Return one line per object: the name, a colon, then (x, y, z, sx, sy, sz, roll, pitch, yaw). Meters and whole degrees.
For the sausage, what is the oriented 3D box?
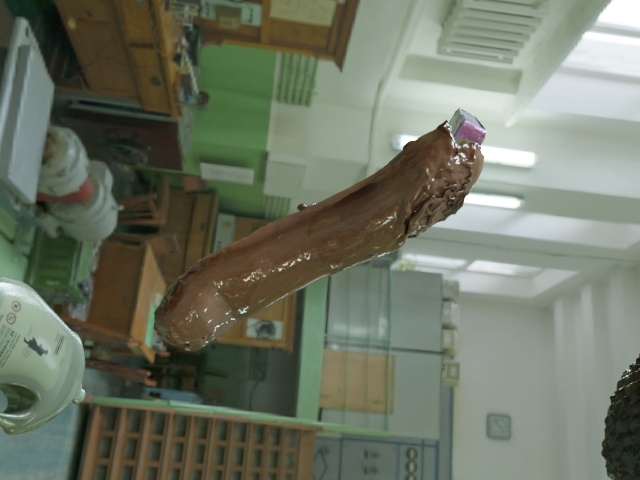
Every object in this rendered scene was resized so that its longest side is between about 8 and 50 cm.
sausage: (-0.001, -0.001, 0.549, 0.078, 0.304, 0.078, 62, 2, -3)

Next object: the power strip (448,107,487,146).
power strip: (0.191, -0.130, 0.952, 0.109, 0.037, 0.279, -63, 178, 18)

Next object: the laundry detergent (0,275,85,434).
laundry detergent: (-0.423, 0.173, 0.930, 0.253, 0.091, 0.181, 58, 35, -46)

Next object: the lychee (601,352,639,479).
lychee: (0.329, 0.156, 0.525, 0.194, 0.194, 0.194, -174, -90, -85)
